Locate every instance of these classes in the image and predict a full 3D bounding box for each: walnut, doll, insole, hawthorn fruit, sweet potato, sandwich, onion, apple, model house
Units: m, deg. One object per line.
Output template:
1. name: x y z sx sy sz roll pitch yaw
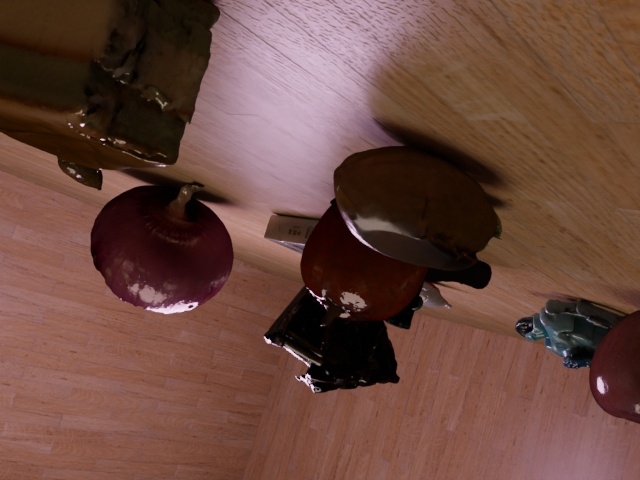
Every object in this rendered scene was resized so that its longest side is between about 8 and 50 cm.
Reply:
1. walnut: 0.118 -0.037 0.843 0.245 0.137 0.137 20 172 -23
2. doll: 0.289 0.145 2.107 0.227 0.075 0.102 30 162 -4
3. insole: 0.264 0.053 1.432 0.231 0.080 0.003 13 -178 -32
4. hawthorn fruit: 0.072 0.046 1.232 0.215 0.250 0.215 28 154 15
5. sweet potato: -0.564 -0.187 1.609 0.074 0.075 0.269 13 161 30
6. sandwich: -0.186 -0.146 0.638 0.198 0.155 0.227 15 173 20
7. onion: -0.382 -0.004 1.785 0.358 0.345 0.358 31 -176 -2
8. apple: 0.656 0.242 1.304 0.305 0.235 0.306 20 173 3
9. model house: 0.065 0.200 1.527 0.282 0.297 0.317 41 166 -1

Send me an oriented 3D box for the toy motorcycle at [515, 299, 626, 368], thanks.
1. toy motorcycle: 0.606 0.215 1.650 0.260 0.154 0.206 22 149 -6

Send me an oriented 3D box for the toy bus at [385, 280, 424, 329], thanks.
1. toy bus: 0.157 0.079 1.444 0.106 0.185 0.090 15 172 40

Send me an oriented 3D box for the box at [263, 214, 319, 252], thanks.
1. box: 0.000 0.000 1.681 0.155 0.067 0.242 26 168 -39

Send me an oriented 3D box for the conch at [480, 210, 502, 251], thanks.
1. conch: 0.199 -0.027 1.004 0.105 0.079 0.170 25 -173 -7
